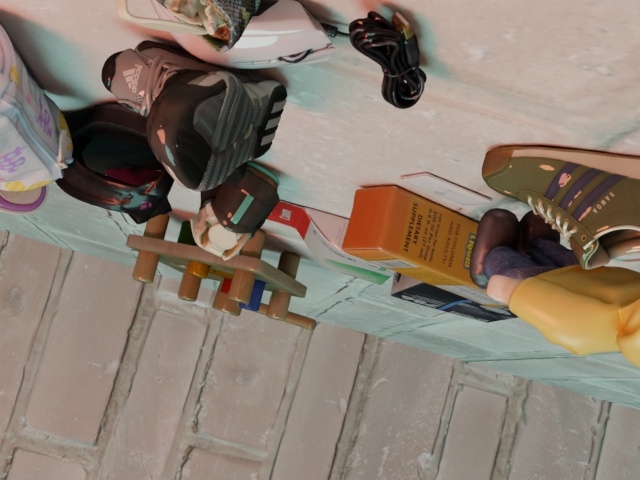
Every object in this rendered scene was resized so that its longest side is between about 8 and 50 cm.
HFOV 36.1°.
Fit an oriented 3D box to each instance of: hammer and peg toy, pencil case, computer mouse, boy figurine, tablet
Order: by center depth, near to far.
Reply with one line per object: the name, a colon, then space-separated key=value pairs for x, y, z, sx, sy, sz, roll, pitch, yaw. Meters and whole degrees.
computer mouse: x=-0.028 y=-0.130 z=0.650 sx=0.192 sy=0.042 sz=0.106 roll=13 pitch=172 yaw=14
boy figurine: x=0.231 y=0.045 z=0.837 sx=0.177 sy=0.092 sz=0.285 roll=1 pitch=-167 yaw=-20
pencil case: x=-0.313 y=-0.124 z=0.922 sx=0.124 sy=0.113 sz=0.273 roll=45 pitch=171 yaw=6
tablet: x=0.126 y=-0.051 z=0.993 sx=0.083 sy=0.006 sz=0.054 roll=20 pitch=170 yaw=-24
hammer and peg toy: x=-0.153 y=0.058 z=1.763 sx=0.265 sy=0.127 sz=0.361 roll=10 pitch=170 yaw=20

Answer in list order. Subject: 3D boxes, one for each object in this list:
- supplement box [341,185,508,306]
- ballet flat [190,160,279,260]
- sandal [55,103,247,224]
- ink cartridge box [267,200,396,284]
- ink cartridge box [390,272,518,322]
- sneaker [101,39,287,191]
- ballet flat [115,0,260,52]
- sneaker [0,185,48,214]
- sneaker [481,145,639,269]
supplement box: x=0.142 y=0.011 z=1.120 sx=0.233 sy=0.078 sz=0.080 roll=21 pitch=167 yaw=-33
ballet flat: x=-0.117 y=-0.032 z=1.231 sx=0.095 sy=0.096 sz=0.280 roll=29 pitch=170 yaw=-4
sandal: x=-0.245 y=-0.078 z=1.132 sx=0.445 sy=0.107 sz=0.167 roll=6 pitch=167 yaw=47
ink cartridge box: x=0.000 y=0.000 z=1.381 sx=0.224 sy=0.056 sz=0.181 roll=14 pitch=170 yaw=-2
ink cartridge box: x=0.202 y=0.065 z=1.404 sx=0.165 sy=0.065 sz=0.333 roll=16 pitch=172 yaw=-4
sneaker: x=-0.116 y=-0.101 z=0.728 sx=0.132 sy=0.086 sz=0.228 roll=22 pitch=-169 yaw=8
ballet flat: x=-0.112 y=-0.160 z=0.542 sx=0.188 sy=0.070 sz=0.070 roll=22 pitch=169 yaw=-33
sneaker: x=-0.593 y=-0.104 z=1.544 sx=0.305 sy=0.114 sz=0.152 roll=22 pitch=168 yaw=-35
sneaker: x=0.207 y=-0.021 z=0.772 sx=0.192 sy=0.086 sz=0.064 roll=9 pitch=169 yaw=35
